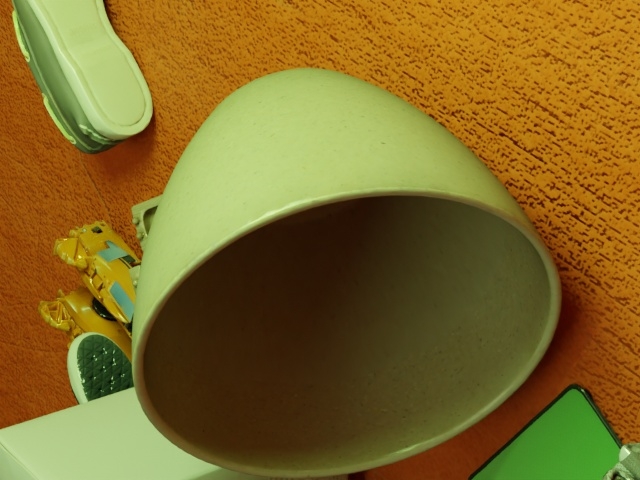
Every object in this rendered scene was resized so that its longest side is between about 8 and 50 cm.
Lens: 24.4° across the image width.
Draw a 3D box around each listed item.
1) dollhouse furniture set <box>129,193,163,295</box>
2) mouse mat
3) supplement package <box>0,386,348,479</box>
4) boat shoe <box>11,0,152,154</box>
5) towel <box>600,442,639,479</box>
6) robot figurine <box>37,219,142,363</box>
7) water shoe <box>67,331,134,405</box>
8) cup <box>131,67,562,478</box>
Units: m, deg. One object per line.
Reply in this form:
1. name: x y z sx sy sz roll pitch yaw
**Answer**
1. dollhouse furniture set: -0.149 0.023 1.478 0.144 0.123 0.151 -18 84 36
2. mouse mat: 0.205 0.223 1.231 0.153 0.007 0.190 58 140 19
3. supplement package: -0.140 0.248 1.408 0.175 0.293 0.178 30 127 47
4. boat shoe: -0.281 -0.238 1.583 0.091 0.109 0.305 -26 86 47
5. towel: 0.280 0.311 1.067 0.283 0.121 0.235 39 133 35
6. robot figurine: -0.201 0.128 1.637 0.291 0.085 0.211 49 137 29
7. water shoe: -0.218 0.196 1.554 0.080 0.073 0.203 -30 86 50
8. cup: 0.000 0.000 1.195 0.237 0.331 0.331 -106 29 -43
